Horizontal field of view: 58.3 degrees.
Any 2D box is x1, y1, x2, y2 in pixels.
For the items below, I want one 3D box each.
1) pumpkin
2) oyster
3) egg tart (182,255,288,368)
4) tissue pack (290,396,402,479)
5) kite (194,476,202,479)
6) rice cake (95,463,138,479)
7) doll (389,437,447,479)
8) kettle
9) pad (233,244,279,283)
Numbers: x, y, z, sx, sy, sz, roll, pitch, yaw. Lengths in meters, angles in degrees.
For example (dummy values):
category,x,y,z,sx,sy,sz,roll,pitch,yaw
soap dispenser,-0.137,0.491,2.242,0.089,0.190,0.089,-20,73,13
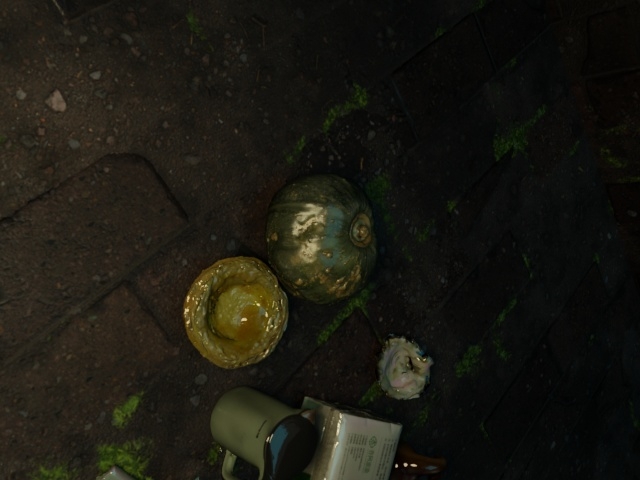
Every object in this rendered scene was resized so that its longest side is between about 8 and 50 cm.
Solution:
category,x,y,z,sx,sy,sz,roll,pitch,yaw
pumpkin,0.000,0.000,1.461,0.291,0.257,0.328,12,77,-50
oyster,0.263,0.395,1.786,0.259,0.092,0.198,17,81,-28
egg tart,-0.207,0.172,1.391,0.288,0.118,0.288,-1,91,-37
tissue pack,0.044,0.632,1.552,0.266,0.194,0.357,24,78,-36
kite,-0.296,0.654,1.319,0.314,0.011,0.335,-5,124,-18
rice cake,-0.416,0.585,1.291,0.080,0.042,0.222,-50,119,-20
doll,0.246,0.763,1.730,0.317,0.209,0.340,1,89,-5
kettle,-0.145,0.481,1.365,0.165,0.255,0.240,45,66,-32
pad,-0.174,0.095,1.488,0.157,0.003,0.112,40,68,-32
